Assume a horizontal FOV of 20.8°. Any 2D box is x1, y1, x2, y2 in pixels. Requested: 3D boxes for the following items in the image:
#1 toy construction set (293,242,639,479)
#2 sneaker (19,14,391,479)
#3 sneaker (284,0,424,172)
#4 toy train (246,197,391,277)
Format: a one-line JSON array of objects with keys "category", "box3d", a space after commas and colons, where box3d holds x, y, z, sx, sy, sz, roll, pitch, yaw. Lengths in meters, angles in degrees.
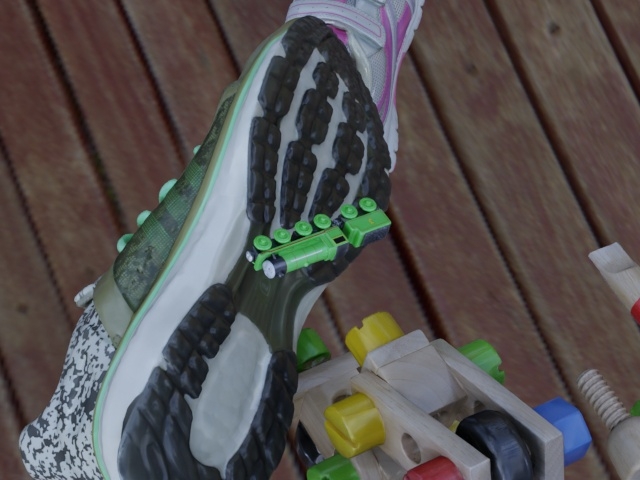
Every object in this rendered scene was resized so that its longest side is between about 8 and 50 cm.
[{"category": "toy construction set", "box3d": [0.079, 0.104, 1.126, 0.309, 0.257, 0.237, -33, 58, 0]}, {"category": "sneaker", "box3d": [-0.090, 0.006, 1.175, 0.182, 0.158, 0.410, -4, 46, 36]}, {"category": "sneaker", "box3d": [0.021, -0.165, 1.388, 0.103, 0.111, 0.252, -1, 77, 16]}, {"category": "toy train", "box3d": [0.000, 0.000, 0.890, 0.083, 0.017, 0.023, -21, 61, -31]}]
